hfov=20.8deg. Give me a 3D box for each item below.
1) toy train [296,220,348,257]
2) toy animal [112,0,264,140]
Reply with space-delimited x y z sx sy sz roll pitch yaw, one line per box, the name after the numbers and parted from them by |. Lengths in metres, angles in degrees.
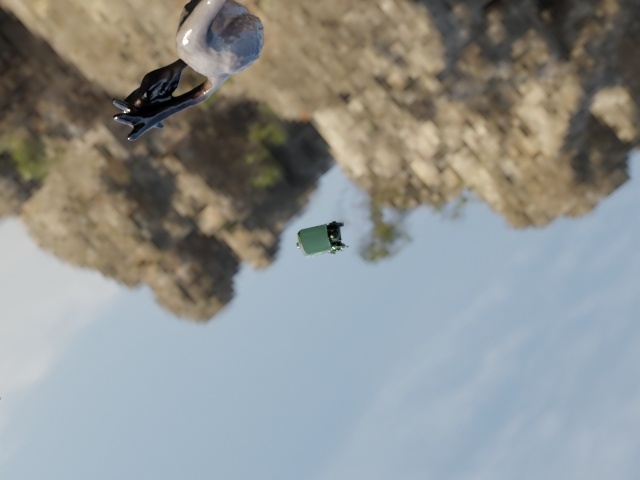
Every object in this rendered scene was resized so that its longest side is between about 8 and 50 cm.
0.000 0.000 1.887 0.053 0.033 0.083 -12 176 -8 | toy train
-0.118 -0.216 1.881 0.195 0.090 0.324 -38 173 -31 | toy animal
